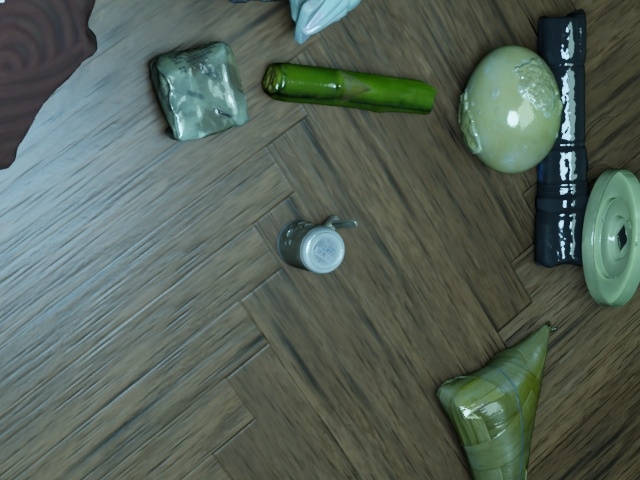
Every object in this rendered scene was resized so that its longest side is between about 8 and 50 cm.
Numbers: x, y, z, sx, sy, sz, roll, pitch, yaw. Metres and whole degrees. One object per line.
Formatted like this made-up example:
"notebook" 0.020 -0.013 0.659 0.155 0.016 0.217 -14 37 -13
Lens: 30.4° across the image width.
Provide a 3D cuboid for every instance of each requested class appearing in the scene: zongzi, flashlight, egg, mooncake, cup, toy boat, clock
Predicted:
"zongzi" 0.327 0.285 1.957 0.256 0.115 0.228 -34 115 -30
"flashlight" 0.399 -0.165 1.934 0.103 0.103 0.423 -4 97 -25
"egg" 0.297 -0.205 1.844 0.164 0.164 0.201 -1 95 -25
"mooncake" -0.430 -0.237 1.446 0.326 0.174 0.333 -28 129 -26
"cup" 0.000 0.008 1.761 0.102 0.099 0.074 -11 102 -23
"mooncake" -0.171 -0.212 1.669 0.125 0.073 0.129 -18 105 -26
"toy boat" 0.046 -0.414 1.702 0.100 0.199 0.290 38 70 8
"clock" 0.496 -0.004 1.972 0.235 0.029 0.234 -8 100 -54

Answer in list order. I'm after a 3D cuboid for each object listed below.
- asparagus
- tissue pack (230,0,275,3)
"asparagus" 0.046 -0.228 1.775 0.278 0.067 0.060 4 68 -29
"tissue pack" -0.033 -0.483 1.606 0.123 0.245 0.332 34 83 -26
